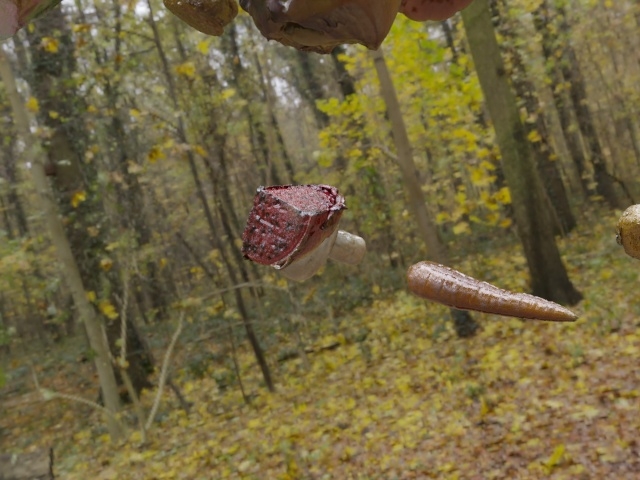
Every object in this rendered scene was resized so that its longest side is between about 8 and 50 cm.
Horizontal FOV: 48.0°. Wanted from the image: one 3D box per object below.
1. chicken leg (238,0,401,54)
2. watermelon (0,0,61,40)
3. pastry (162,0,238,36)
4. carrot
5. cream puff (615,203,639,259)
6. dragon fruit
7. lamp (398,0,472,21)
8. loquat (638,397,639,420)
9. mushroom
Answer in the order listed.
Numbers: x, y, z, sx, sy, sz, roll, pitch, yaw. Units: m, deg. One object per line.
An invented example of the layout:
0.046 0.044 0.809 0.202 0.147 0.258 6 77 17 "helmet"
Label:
-0.029 -0.227 0.445 0.107 0.252 0.087 -24 3 21 "chicken leg"
-0.269 -0.280 0.550 0.321 0.188 0.175 -21 -32 -17 "watermelon"
-0.167 -0.325 0.992 0.097 0.057 0.109 22 -7 33 "pastry"
0.186 0.063 0.810 0.216 0.048 0.048 15 20 40 "carrot"
0.663 -0.018 1.440 0.119 0.133 0.104 -41 15 46 "cream puff"
-0.022 -0.018 1.070 0.120 0.127 0.161 33 31 34 "dragon fruit"
0.208 -0.530 1.369 0.223 0.223 0.196 -15 -1 0 "lamp"
0.705 0.284 1.169 0.328 0.329 0.359 -15 20 -10 "loquat"
-0.017 0.005 1.577 0.206 0.209 0.206 -28 28 16 "mushroom"
